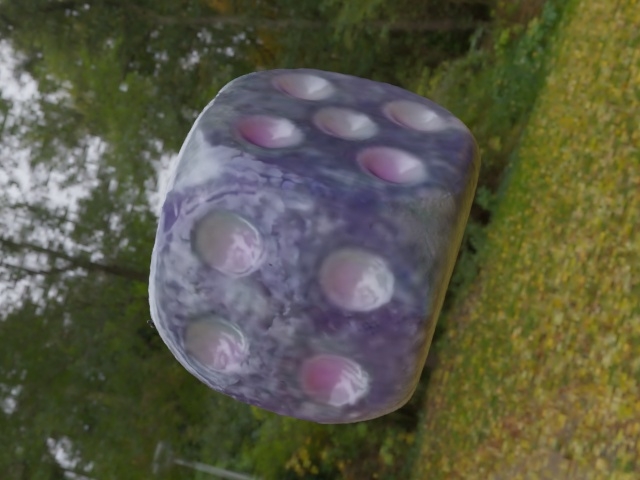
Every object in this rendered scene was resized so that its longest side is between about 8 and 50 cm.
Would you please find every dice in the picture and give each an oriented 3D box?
[{"bbox_3d":[0.000,0.000,1.026,0.270,0.271,0.270,-61,-15,-56],"label":"dice"}]
